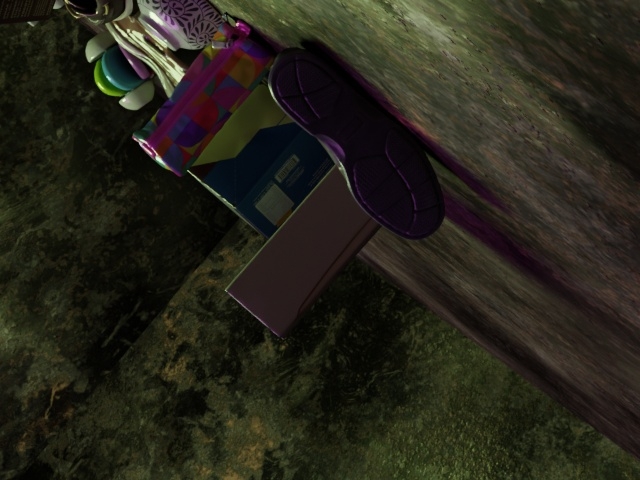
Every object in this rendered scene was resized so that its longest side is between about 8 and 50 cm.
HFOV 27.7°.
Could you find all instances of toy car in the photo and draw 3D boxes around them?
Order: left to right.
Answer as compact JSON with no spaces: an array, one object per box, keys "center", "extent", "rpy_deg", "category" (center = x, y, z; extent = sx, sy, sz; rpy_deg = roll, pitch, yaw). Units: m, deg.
[{"center":[-0.344,-0.345,2.455],"extent":[0.159,0.182,0.136],"rpy_deg":[55,170,-9],"category":"toy car"}]

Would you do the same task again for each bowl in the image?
[{"center":[-0.221,-0.338,1.951],"extent":[0.170,0.080,0.170],"rpy_deg":[41,177,3],"category":"bowl"}]

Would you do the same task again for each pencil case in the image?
[{"center":[-0.166,-0.207,1.860],"extent":[0.104,0.236,0.104],"rpy_deg":[37,-174,-4],"category":"pencil case"}]

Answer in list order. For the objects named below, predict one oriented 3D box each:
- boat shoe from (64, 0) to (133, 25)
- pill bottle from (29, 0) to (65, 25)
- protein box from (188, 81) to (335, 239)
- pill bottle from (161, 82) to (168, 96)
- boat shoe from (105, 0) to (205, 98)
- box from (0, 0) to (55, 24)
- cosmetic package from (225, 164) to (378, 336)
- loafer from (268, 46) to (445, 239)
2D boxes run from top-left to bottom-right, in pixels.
[{"center":[-0.338,-0.384,1.922],"extent":[0.116,0.097,0.324],"rpy_deg":[54,164,-3],"category":"boat shoe"},{"center":[-0.447,-0.447,2.149],"extent":[0.108,0.180,0.108],"rpy_deg":[39,177,2],"category":"pill bottle"},{"center":[-0.085,-0.126,2.229],"extent":[0.136,0.200,0.201],"rpy_deg":[38,177,29],"category":"protein box"},{"center":[-0.225,-0.291,2.320],"extent":[0.117,0.117,0.208],"rpy_deg":[40,176,-2],"category":"pill bottle"},{"center":[-0.239,-0.336,2.104],"extent":[0.324,0.123,0.116],"rpy_deg":[48,143,2],"category":"boat shoe"},{"center":[-0.525,-0.398,1.848],"extent":[0.191,0.143,0.381],"rpy_deg":[25,-165,9],"category":"box"},{"center":[0.000,0.000,1.995],"extent":[0.113,0.309,0.160],"rpy_deg":[40,177,4],"category":"cosmetic package"},{"center":[0.052,-0.132,1.655],"extent":[0.302,0.109,0.095],"rpy_deg":[47,-166,-18],"category":"loafer"}]
